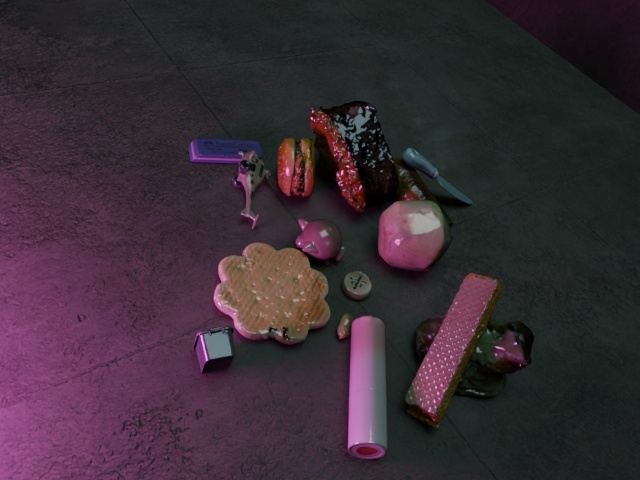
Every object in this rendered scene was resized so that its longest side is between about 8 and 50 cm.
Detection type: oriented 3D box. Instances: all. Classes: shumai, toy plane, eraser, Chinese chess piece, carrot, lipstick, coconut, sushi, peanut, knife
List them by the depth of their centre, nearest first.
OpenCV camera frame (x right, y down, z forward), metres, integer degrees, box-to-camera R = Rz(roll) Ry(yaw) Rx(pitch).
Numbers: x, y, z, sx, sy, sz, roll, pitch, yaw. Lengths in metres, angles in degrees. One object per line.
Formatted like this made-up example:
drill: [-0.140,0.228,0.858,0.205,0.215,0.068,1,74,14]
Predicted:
lipstick: [0.111,0.333,1.312,0.087,0.087,0.327,12,46,-8]
shumai: [0.382,0.250,1.404,0.272,0.203,0.222,16,45,1]
peanut: [0.062,0.220,1.436,0.037,0.037,0.083,19,45,-1]
Chinese chess piece: [0.099,0.124,1.536,0.084,0.034,0.084,9,48,-10]
coconut: [0.276,-0.014,1.610,0.224,0.224,0.224,9,47,-10]
toy plane: [-0.205,-0.164,1.664,0.108,0.092,0.286,17,47,-17]
sushi: [0.101,-0.258,1.760,0.207,0.234,0.348,-21,85,-19]
eraser: [-0.300,-0.281,1.771,0.225,0.036,0.082,0,51,-19]
carrot: [0.301,-0.135,1.790,0.114,0.114,0.302,-14,58,-29]
knife: [0.396,-0.195,1.841,0.331,0.044,0.080,33,29,-23]

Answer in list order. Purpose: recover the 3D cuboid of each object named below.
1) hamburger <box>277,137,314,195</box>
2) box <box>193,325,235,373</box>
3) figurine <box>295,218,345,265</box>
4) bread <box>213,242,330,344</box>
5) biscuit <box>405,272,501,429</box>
hamburger: [-0.072,-0.216,1.696,0.118,0.182,0.191,-5,57,-2]
box: [-0.236,0.247,1.257,0.084,0.122,0.069,-6,63,-21]
figurine: [0.000,0.000,1.566,0.138,0.125,0.125,13,44,-29]
bread: [-0.123,0.134,1.439,0.316,0.054,0.316,9,48,-10]
biscuit: [0.315,0.252,1.334,0.094,0.054,0.378,20,74,40]
